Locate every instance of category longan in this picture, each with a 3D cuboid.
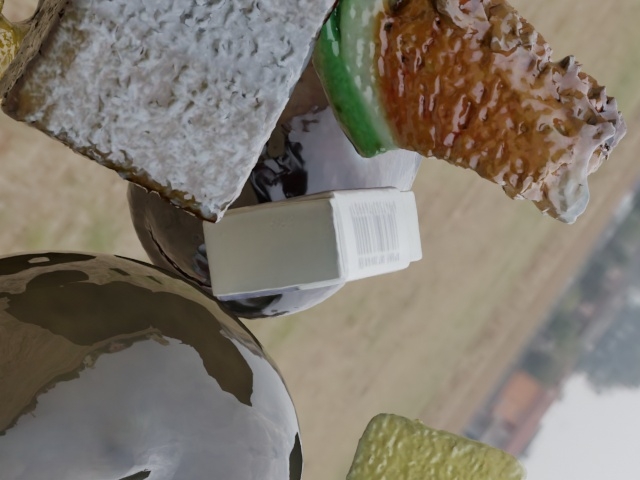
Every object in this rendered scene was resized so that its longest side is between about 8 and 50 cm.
[{"bbox_3d":[-0.173,0.140,1.171,0.350,0.288,0.288,8,121,-48],"label":"longan"}]

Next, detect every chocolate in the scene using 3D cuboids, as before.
[{"bbox_3d":[-0.064,-0.065,2.131,0.331,0.384,0.383,-76,-168,-50],"label":"chocolate"}]

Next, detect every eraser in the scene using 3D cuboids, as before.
[{"bbox_3d":[0.000,0.000,1.599,0.279,0.124,0.081,-9,90,-72],"label":"eraser"}]

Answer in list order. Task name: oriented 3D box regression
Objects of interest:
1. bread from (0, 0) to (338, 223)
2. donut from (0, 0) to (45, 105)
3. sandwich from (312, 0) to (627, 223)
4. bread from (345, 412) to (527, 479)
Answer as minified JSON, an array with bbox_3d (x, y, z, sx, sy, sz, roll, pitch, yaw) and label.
[{"bbox_3d":[-0.045,-0.228,1.102,0.416,0.165,0.113,-63,-161,7],"label":"bread"},{"bbox_3d":[-0.283,-0.236,1.663,0.226,0.226,0.114,-55,-150,-1],"label":"donut"},{"bbox_3d":[0.088,-0.118,1.296,0.162,0.301,0.250,-38,149,-11],"label":"sandwich"},{"bbox_3d":[0.057,0.279,1.395,0.178,0.142,0.266,152,-41,-72],"label":"bread"}]
